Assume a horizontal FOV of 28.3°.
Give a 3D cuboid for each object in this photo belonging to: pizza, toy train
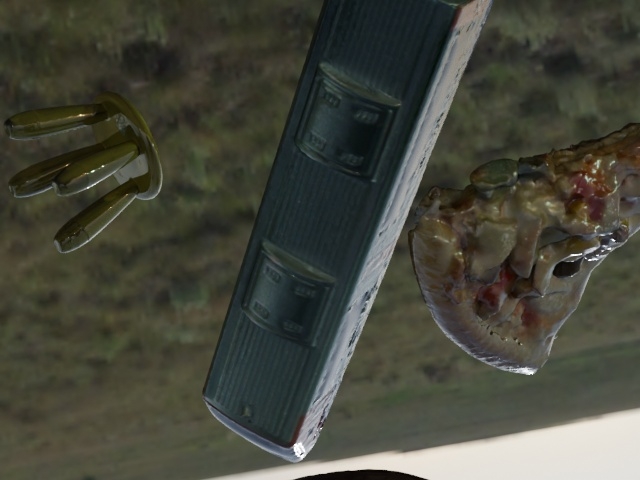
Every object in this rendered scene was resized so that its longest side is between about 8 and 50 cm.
[{"bbox_3d":[0.144,-0.009,0.677,0.195,0.052,0.185,-39,142,3],"label":"pizza"},{"bbox_3d":[0.000,0.000,0.846,0.089,0.086,0.409,-40,155,-54],"label":"toy train"}]

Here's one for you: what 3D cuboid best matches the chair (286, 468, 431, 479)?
[{"bbox_3d":[-0.075,0.277,0.543,0.401,0.226,0.226,-40,-177,-23],"label":"chair"}]

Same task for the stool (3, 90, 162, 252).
[{"bbox_3d":[-0.219,-0.069,1.177,0.110,0.135,0.134,-27,-164,-28],"label":"stool"}]
